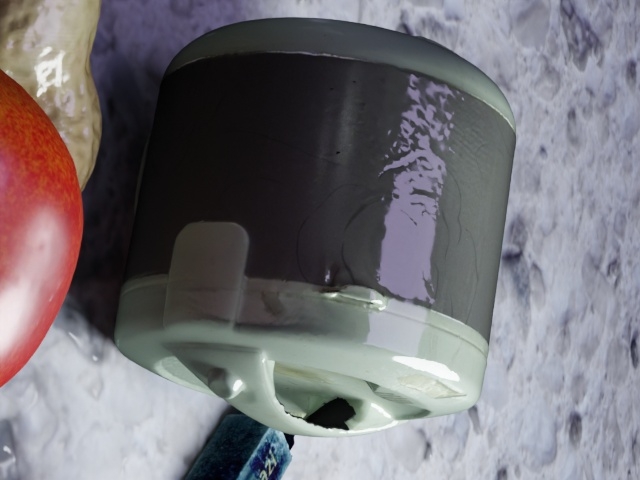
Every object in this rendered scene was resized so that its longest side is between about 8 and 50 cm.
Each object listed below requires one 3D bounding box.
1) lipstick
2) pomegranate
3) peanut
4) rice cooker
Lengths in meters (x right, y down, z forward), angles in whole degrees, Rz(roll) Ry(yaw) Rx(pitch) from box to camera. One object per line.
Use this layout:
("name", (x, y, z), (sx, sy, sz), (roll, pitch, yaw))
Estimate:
("lipstick", (-0.026, 0.126, 1.357), (0.312, 0.051, 0.051), (-56, 134, -44))
("pomegranate", (-0.248, -0.019, 0.842), (0.257, 0.221, 0.221), (50, 48, -34))
("peanut", (-0.191, -0.105, 1.051), (0.104, 0.085, 0.228), (-9, 100, -49))
("rice cooker", (-0.002, 0.003, 1.185), (0.288, 0.288, 0.277), (28, 66, -56))
